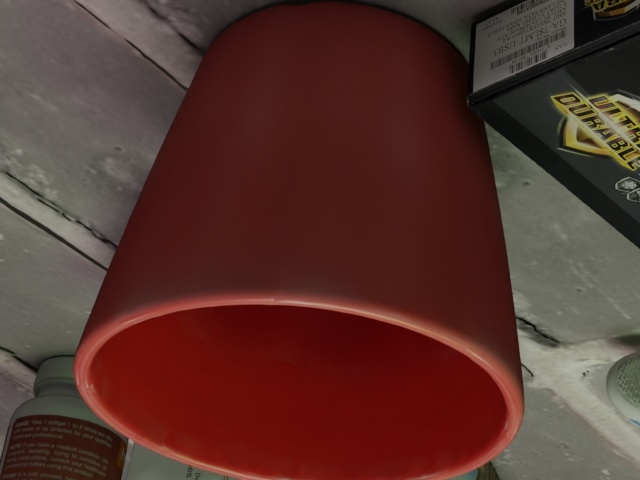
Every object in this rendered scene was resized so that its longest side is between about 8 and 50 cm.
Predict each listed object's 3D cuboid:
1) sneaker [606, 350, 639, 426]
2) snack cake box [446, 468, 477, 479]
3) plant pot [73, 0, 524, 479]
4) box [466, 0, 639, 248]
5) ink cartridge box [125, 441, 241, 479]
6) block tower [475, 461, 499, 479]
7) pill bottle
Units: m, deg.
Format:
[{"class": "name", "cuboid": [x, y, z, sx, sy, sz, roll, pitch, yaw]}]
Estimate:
[{"class": "sneaker", "cuboid": [0.356, 0.164, 1.200, 0.240, 0.091, 0.126, 11, 149, -7]}, {"class": "snack cake box", "cuboid": [0.004, 0.144, 1.156, 0.152, 0.089, 0.264, -17, 117, 33]}, {"class": "plant pot", "cuboid": [0.000, 0.000, 0.861, 0.275, 0.243, 0.275, 6, 148, 4]}, {"class": "box", "cuboid": [0.292, -0.086, 0.823, 0.293, 0.073, 0.295, -19, 141, 38]}, {"class": "ink cartridge box", "cuboid": [-0.108, 0.216, 1.323, 0.093, 0.160, 0.219, 0, 147, 12]}, {"class": "block tower", "cuboid": [0.120, 0.243, 1.384, 0.091, 0.097, 0.335, -3, 146, 18]}, {"class": "pill bottle", "cuboid": [-0.257, 0.231, 1.325, 0.121, 0.216, 0.121, 6, 150, 4]}]
